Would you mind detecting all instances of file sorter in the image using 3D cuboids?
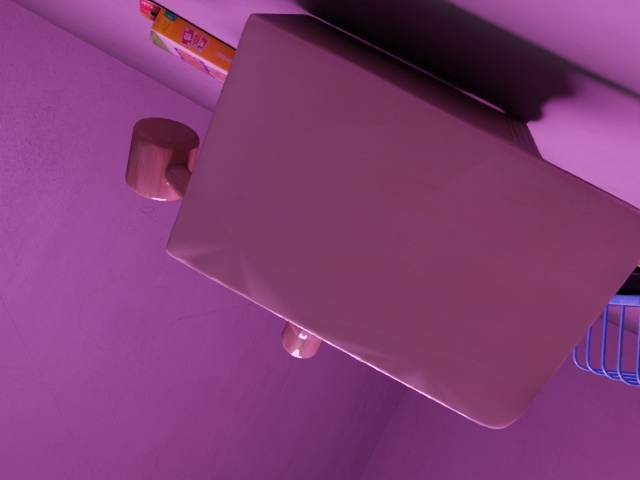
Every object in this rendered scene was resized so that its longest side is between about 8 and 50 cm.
[{"bbox_3d":[0.397,0.121,0.717,0.118,0.105,0.170,6,176,0],"label":"file sorter"}]

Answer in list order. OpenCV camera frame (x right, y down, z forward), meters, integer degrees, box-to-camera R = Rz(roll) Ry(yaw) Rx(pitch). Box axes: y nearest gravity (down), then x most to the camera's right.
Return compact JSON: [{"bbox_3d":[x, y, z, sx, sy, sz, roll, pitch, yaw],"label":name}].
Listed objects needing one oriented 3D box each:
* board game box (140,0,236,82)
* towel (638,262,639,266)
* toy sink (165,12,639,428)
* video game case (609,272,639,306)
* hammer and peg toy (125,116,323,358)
[{"bbox_3d":[-0.109,-0.214,0.743,0.259,0.039,0.124,29,-178,-20],"label":"board game box"},{"bbox_3d":[0.301,0.038,0.481,0.102,0.021,0.237,16,-161,-38],"label":"towel"},{"bbox_3d":[0.050,-0.022,0.378,0.234,0.153,0.131,27,-155,4],"label":"toy sink"},{"bbox_3d":[0.351,0.075,0.889,0.274,0.026,0.196,-3,166,32],"label":"video game case"},{"bbox_3d":[0.000,0.000,0.585,0.361,0.127,0.266,2,-140,-32],"label":"hammer and peg toy"}]
